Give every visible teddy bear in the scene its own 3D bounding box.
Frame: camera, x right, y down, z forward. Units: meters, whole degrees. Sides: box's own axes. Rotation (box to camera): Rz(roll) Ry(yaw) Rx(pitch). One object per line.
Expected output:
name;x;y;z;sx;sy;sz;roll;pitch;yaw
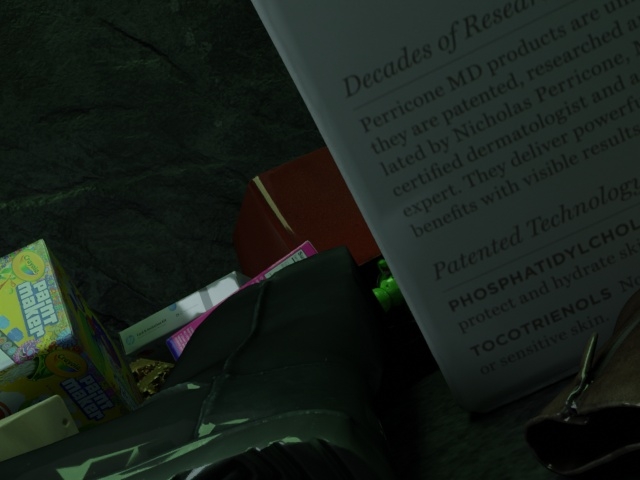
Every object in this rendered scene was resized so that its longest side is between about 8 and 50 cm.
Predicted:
teddy bear;-0.173;0.220;1.146;0.338;0.113;0.245;-17;13;33

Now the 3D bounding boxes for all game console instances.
game console;-0.037;0.182;0.792;0.361;0.044;0.213;-27;1;-23

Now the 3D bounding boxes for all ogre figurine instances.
ogre figurine;0.110;0.076;1.113;0.197;0.097;0.118;-15;-13;-13

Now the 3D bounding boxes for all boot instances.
boot;0.224;0.030;0.350;0.207;0.090;0.248;-33;-12;-27
boot;-0.120;0.139;0.586;0.367;0.146;0.445;-14;13;4

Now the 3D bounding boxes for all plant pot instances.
plant pot;0.000;0.000;1.246;0.267;0.235;0.267;-27;-21;-32

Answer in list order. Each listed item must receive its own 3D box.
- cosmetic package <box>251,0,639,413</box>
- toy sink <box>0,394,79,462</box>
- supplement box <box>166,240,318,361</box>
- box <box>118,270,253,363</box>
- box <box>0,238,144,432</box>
cosmetic package;0.163;-0.147;0.626;0.327;0.393;0.329;-26;17;8
toy sink;-0.334;0.270;0.728;0.234;0.152;0.131;-27;1;29
supplement box;-0.063;0.119;0.938;0.220;0.114;0.111;-34;-24;-3
box;-0.160;0.112;1.027;0.186;0.038;0.145;-29;-22;11
box;-0.393;0.203;0.920;0.279;0.177;0.290;-26;-42;-11
